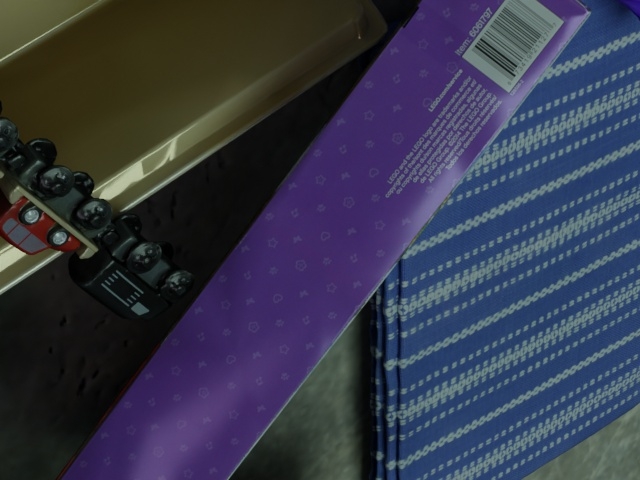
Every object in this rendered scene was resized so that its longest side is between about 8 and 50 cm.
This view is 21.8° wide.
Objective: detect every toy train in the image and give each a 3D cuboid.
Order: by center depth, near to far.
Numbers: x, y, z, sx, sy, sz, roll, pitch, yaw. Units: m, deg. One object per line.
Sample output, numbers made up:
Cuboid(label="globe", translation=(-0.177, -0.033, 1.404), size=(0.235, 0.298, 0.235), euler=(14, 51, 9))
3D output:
Cuboid(label="toy train", translation=(-0.099, -0.014, 0.582), size=(0.036, 0.027, 0.158), euler=(-42, 137, 3))

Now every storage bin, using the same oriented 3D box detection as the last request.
Cuboid(label="storage bin", translation=(-0.120, -0.142, 0.590), size=(0.260, 0.123, 0.262), euler=(-35, 132, -19))

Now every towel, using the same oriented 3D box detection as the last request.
Cuboid(label="towel", translation=(0.118, 0.000, 0.949), size=(0.243, 0.040, 0.336), euler=(-24, 130, -30))

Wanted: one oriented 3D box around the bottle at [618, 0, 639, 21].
Cuboid(label="bottle", translation=(0.123, -0.194, 0.771), size=(0.118, 0.092, 0.283), euler=(-54, 131, -6))

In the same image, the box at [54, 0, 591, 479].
Cuboid(label="box", translation=(0.000, 0.000, 0.711), size=(0.293, 0.057, 0.201), euler=(-52, 180, 11))
